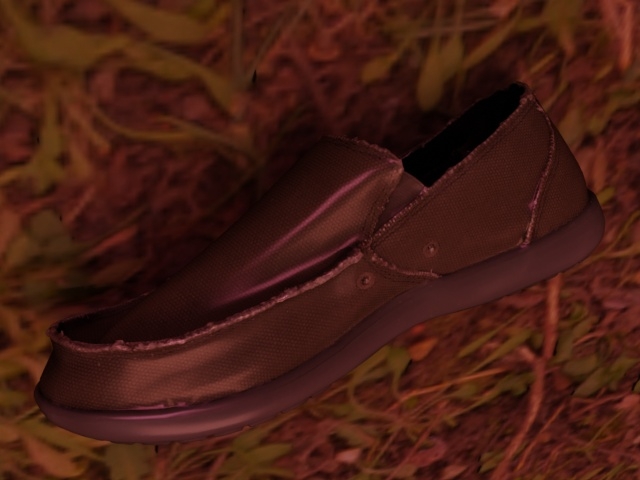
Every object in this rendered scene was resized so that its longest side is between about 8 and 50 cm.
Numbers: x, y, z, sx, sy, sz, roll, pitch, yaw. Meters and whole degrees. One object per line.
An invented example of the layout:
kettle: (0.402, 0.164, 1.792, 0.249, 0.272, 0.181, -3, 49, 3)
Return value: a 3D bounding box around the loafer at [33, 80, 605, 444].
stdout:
loafer: (0.000, 0.000, 0.370, 0.251, 0.094, 0.087, -23, 108, -21)
